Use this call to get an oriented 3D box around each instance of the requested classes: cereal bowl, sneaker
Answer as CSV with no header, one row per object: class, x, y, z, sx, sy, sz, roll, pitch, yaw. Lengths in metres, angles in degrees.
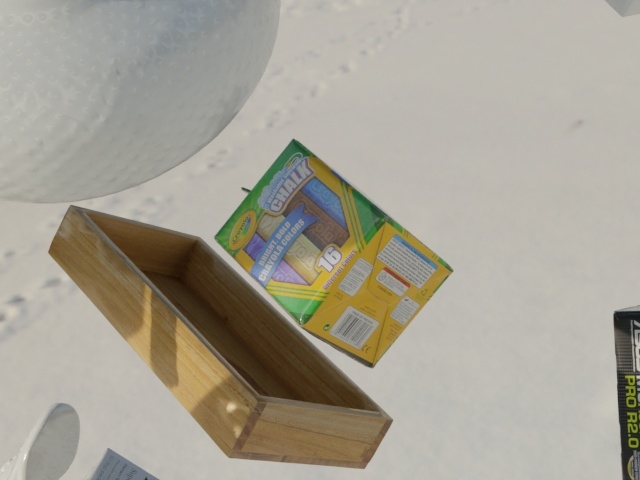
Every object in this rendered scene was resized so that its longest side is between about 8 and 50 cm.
cereal bowl,-0.202,-0.207,0.936,0.339,0.338,0.141,-9,-27,-1
sneaker,-0.393,0.306,1.638,0.094,0.212,0.080,18,-5,42

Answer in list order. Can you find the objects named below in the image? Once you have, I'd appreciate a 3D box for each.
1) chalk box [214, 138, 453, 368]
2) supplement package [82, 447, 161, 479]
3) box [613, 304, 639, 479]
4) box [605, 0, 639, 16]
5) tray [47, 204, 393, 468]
chalk box,0.000,0.000,1.227,0.132,0.132,0.213,34,8,-47
supplement package,-0.259,0.483,1.853,0.175,0.293,0.177,-51,9,43
box,0.435,0.184,1.538,0.060,0.216,0.270,-4,-1,30
box,0.351,-0.319,1.229,0.130,0.170,0.091,-12,54,-36
tray,-0.123,0.103,1.386,0.203,0.076,0.411,16,19,-45
